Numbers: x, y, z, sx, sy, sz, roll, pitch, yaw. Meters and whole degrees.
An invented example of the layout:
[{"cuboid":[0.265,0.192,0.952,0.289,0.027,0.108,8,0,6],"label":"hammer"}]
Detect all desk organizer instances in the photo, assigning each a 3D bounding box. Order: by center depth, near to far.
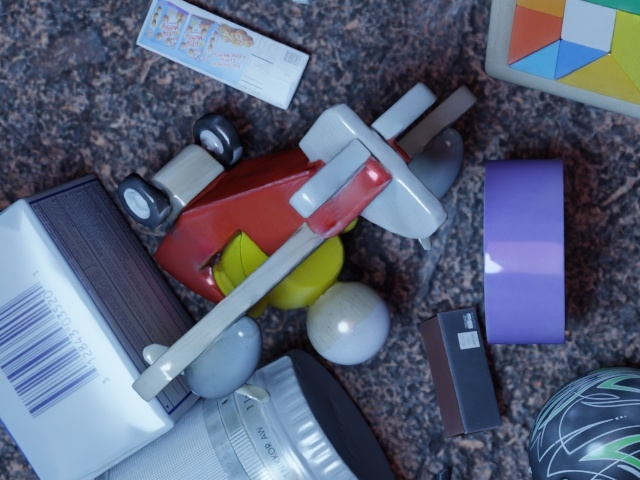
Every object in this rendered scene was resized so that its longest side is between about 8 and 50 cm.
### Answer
[{"cuboid":[0.149,0.142,1.956,0.047,0.050,0.130,-8,80,-24],"label":"desk organizer"}]

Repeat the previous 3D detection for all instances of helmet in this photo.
[{"cuboid":[0.302,0.210,1.890,0.161,0.169,0.169,38,101,-15],"label":"helmet"}]

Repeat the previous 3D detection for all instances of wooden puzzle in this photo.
[{"cuboid":[0.271,-0.218,1.811,0.221,0.044,0.239,18,138,17],"label":"wooden puzzle"}]

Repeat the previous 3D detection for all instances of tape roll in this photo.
[{"cuboid":[0.208,0.011,1.862,0.080,0.189,0.189,0,97,8],"label":"tape roll"}]

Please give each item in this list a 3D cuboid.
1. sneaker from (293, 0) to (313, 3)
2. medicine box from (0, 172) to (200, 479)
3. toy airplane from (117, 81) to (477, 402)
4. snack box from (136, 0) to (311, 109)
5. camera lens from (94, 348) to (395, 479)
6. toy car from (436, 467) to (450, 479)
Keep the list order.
[{"cuboid":[-0.056,-0.387,1.897,0.161,0.102,0.282,4,87,10],"label":"sneaker"},{"cuboid":[-0.250,0.088,1.880,0.149,0.289,0.263,-33,92,10],"label":"medicine box"},{"cuboid":[0.000,0.000,1.799,0.386,0.384,0.272,-28,106,10],"label":"toy airplane"},{"cuboid":[-0.104,-0.204,1.959,0.178,0.022,0.064,24,101,4],"label":"snack box"},{"cuboid":[-0.084,0.268,1.918,0.274,0.219,0.219,-34,92,10],"label":"camera lens"},{"cuboid":[0.129,0.337,1.944,0.149,0.155,0.188,4,86,7],"label":"toy car"}]
